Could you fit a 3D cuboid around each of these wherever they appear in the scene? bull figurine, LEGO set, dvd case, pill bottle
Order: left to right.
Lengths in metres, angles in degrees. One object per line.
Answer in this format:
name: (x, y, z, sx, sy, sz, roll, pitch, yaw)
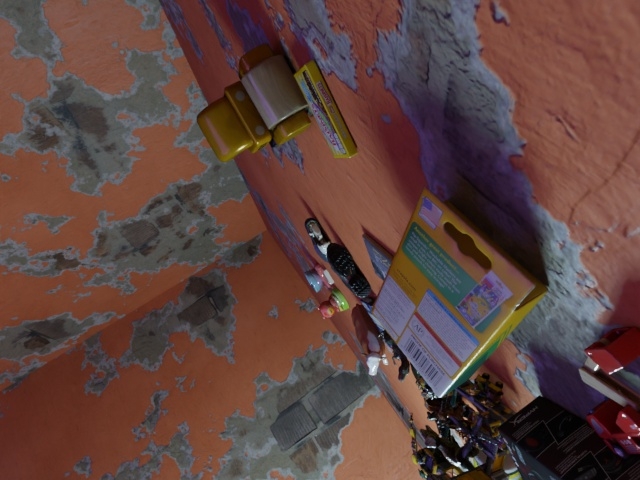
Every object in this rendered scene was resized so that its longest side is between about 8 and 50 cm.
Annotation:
bull figurine: (0.200, 0.401, 1.647, 0.188, 0.101, 0.310, 69, -174, -48)
dvd case: (0.195, 0.092, 1.115, 0.221, 0.018, 0.165, 45, 164, 50)
LEGO set: (0.274, 0.454, 0.901, 0.255, 0.192, 0.331, 40, 125, 54)
pill bottle: (0.439, 0.562, 1.007, 0.119, 0.119, 0.209, 41, 154, 58)

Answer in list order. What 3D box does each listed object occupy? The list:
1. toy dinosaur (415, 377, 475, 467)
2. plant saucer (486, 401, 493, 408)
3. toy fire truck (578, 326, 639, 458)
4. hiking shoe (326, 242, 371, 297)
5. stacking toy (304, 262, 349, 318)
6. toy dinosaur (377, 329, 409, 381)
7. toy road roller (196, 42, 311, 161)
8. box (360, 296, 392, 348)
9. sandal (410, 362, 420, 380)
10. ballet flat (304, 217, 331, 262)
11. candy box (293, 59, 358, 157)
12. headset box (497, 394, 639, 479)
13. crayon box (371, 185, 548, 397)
toy dinosaur: (0.381, 0.492, 1.151, 0.322, 0.164, 0.218, 30, -168, -27)
plant saucer: (0.428, 0.410, 0.969, 0.083, 0.013, 0.083, 54, 170, 15)
toy fire truck: (0.370, 0.192, 0.505, 0.135, 0.047, 0.192, 53, 170, 26)
hiking shoe: (0.087, 0.113, 1.493, 0.227, 0.086, 0.114, 57, 166, 2)
stacking toy: (0.017, 0.286, 2.213, 0.309, 0.130, 0.279, 58, 170, -2)
toy dinosaur: (0.235, 0.325, 1.330, 0.118, 0.064, 0.268, 97, 160, -58)
toy road roller: (-0.183, -0.319, 1.055, 0.203, 0.240, 0.329, 59, 170, -11)
box: (0.236, 0.315, 1.529, 0.225, 0.036, 0.136, 59, 170, -8)
sandal: (0.314, 0.373, 1.300, 0.090, 0.060, 0.219, 92, 159, -62)
ballet flat: (0.000, 0.000, 1.628, 0.203, 0.074, 0.074, 60, 170, -2)
candy box: (0.010, -0.274, 0.884, 0.206, 0.027, 0.105, 61, 173, -17)
headset box: (0.444, 0.410, 0.623, 0.218, 0.110, 0.293, 61, 170, -12)
crayon box: (0.208, 0.086, 0.663, 0.203, 0.083, 0.323, 52, 148, 32)
